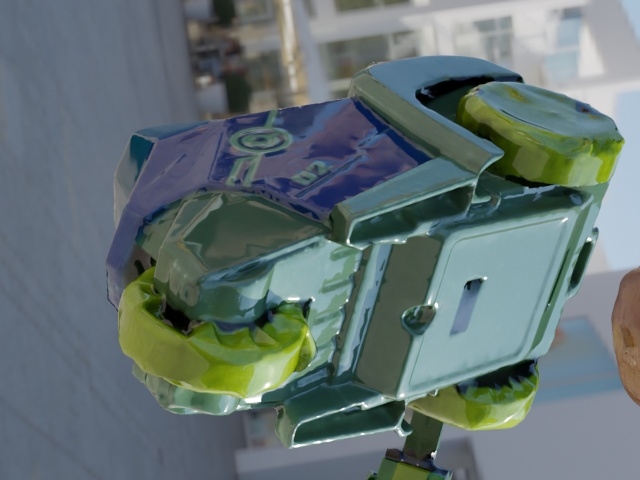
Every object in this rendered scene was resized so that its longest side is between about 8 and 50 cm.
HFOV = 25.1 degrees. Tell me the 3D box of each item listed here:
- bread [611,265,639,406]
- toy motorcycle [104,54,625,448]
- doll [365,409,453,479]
[{"bbox_3d":[0.300,0.080,1.125,0.190,0.114,0.132,-176,-94,-81],"label":"bread"},{"bbox_3d":[0.000,0.000,0.793,0.200,0.326,0.191,36,-59,38],"label":"toy motorcycle"},{"bbox_3d":[0.094,0.308,1.651,0.134,0.106,0.186,95,17,-46],"label":"doll"}]
